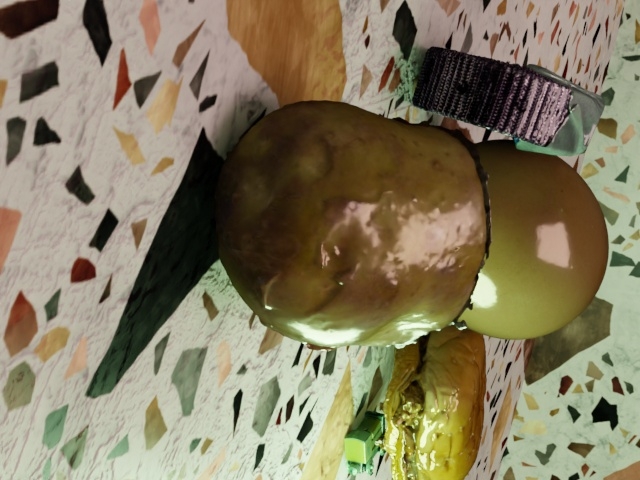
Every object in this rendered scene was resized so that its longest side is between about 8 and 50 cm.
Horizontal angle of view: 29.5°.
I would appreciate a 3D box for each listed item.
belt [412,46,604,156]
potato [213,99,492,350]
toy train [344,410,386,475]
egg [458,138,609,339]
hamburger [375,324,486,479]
[{"bbox_3d":[0.264,-0.197,1.710,0.325,0.260,0.122,-17,125,-78],"label":"belt"},{"bbox_3d":[0.000,0.000,1.282,0.237,0.301,0.289,-16,90,-43],"label":"potato"},{"bbox_3d":[0.075,0.335,1.998,0.122,0.050,0.081,-44,134,-56],"label":"toy train"},{"bbox_3d":[0.291,-0.003,1.898,0.374,0.301,0.301,42,67,-48],"label":"egg"},{"bbox_3d":[0.190,0.277,2.022,0.318,0.158,0.319,5,90,-75],"label":"hamburger"}]
